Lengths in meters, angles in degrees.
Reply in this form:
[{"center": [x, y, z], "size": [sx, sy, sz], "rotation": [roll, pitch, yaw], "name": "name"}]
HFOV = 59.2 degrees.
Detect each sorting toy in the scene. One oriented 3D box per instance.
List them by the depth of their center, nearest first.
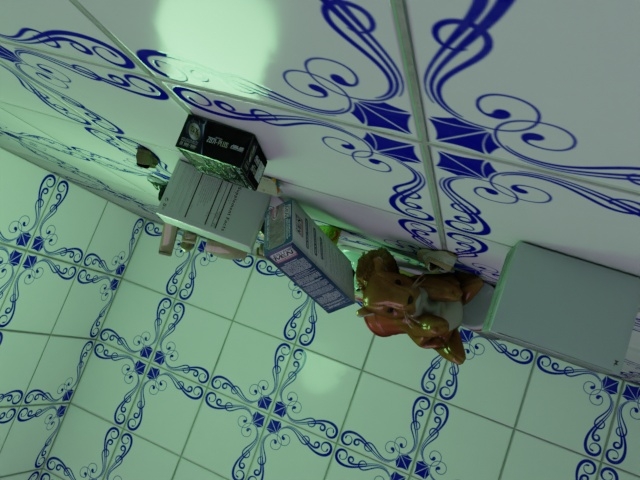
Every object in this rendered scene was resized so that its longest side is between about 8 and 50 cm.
[{"center": [-0.133, -0.140, 1.478], "size": [0.083, 0.044, 0.075], "rotation": [17, 179, 19], "name": "sorting toy"}]

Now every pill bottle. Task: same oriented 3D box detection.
[{"center": [0.572, 0.248, 1.910], "size": [0.161, 0.161, 0.283], "rotation": [14, 170, 39], "name": "pill bottle"}]

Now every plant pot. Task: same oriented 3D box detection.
[{"center": [0.375, 0.305, 2.519], "size": [0.273, 0.272, 0.265], "rotation": [25, 162, -30], "name": "plant pot"}]

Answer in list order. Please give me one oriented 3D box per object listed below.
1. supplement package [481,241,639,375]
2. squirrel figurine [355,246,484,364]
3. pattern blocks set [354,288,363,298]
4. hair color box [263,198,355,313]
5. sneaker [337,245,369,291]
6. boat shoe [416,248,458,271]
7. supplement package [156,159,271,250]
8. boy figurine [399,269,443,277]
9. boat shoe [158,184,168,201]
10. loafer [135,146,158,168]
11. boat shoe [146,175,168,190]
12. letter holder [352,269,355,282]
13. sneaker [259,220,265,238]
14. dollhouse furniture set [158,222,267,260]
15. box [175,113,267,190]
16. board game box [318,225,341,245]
[{"center": [0.512, 0.145, 1.210], "size": [0.262, 0.203, 0.145], "rotation": [19, 173, 12], "name": "supplement package"}, {"center": [0.246, 0.179, 1.757], "size": [0.371, 0.280, 0.397], "rotation": [15, -175, -38], "name": "squirrel figurine"}, {"center": [0.139, 0.222, 2.248], "size": [0.286, 0.026, 0.325], "rotation": [23, 161, -35], "name": "pattern blocks set"}, {"center": [-0.028, 0.054, 1.682], "size": [0.105, 0.173, 0.347], "rotation": [-24, 133, 21], "name": "hair color box"}, {"center": [0.124, 0.107, 2.101], "size": [0.094, 0.151, 0.256], "rotation": [25, 172, -39], "name": "sneaker"}, {"center": [0.325, 0.061, 1.621], "size": [0.063, 0.059, 0.170], "rotation": [23, 171, -19], "name": "boat shoe"}, {"center": [-0.316, -0.097, 1.716], "size": [0.293, 0.175, 0.177], "rotation": [21, 171, -4], "name": "supplement package"}, {"center": [0.327, 0.138, 2.030], "size": [0.177, 0.092, 0.285], "rotation": [26, 169, -35], "name": "boy figurine"}, {"center": [-0.455, -0.104, 2.162], "size": [0.341, 0.127, 0.158], "rotation": [25, 176, -23], "name": "boat shoe"}, {"center": [-0.537, -0.243, 1.723], "size": [0.056, 0.050, 0.148], "rotation": [20, 172, 2], "name": "loafer"}, {"center": [-0.619, -0.209, 2.189], "size": [0.049, 0.040, 0.142], "rotation": [15, 171, 35], "name": "boat shoe"}, {"center": [-0.007, 0.085, 2.288], "size": [0.302, 0.151, 0.214], "rotation": [16, 169, 23], "name": "letter holder"}, {"center": [-0.128, -0.010, 2.060], "size": [0.314, 0.115, 0.136], "rotation": [27, 171, -40], "name": "sneaker"}, {"center": [-0.360, -0.024, 1.956], "size": [0.356, 0.173, 0.303], "rotation": [13, -144, -13], "name": "dollhouse furniture set"}, {"center": [-0.206, -0.184, 1.211], "size": [0.148, 0.077, 0.180], "rotation": [19, 172, 7], "name": "box"}, {"center": [0.000, 0.000, 1.893], "size": [0.043, 0.092, 0.181], "rotation": [22, 172, -23], "name": "board game box"}]
